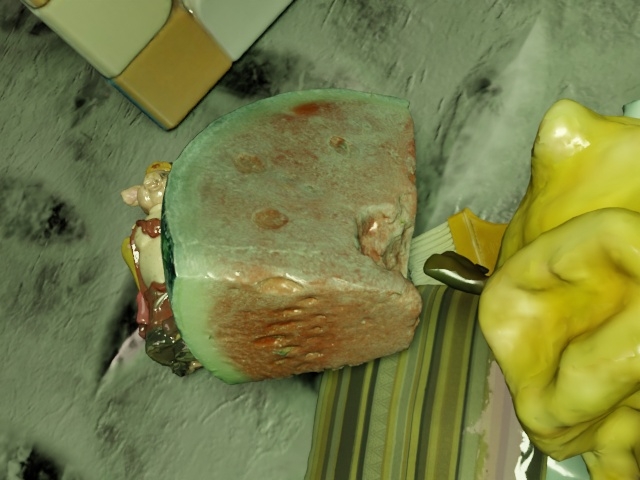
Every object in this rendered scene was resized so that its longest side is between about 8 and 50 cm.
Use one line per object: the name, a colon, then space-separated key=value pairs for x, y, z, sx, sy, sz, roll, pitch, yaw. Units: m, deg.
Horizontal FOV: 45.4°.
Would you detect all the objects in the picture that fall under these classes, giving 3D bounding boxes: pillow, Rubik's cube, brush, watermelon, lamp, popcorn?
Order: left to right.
Rubik's cube: x=-0.227 y=-0.396 z=0.829 sx=0.344 sy=0.347 sz=0.346 roll=-46 pitch=56 yaw=-2
lamp: x=-0.134 y=0.002 z=0.742 sx=0.118 sy=0.118 sz=0.253 roll=-21 pitch=61 yaw=15
watermelon: x=0.000 y=0.000 z=0.637 sx=0.226 sy=0.148 sz=0.318 roll=30 pitch=45 yaw=21
pillow: x=0.082 y=0.134 z=0.603 sx=0.212 sy=0.052 sz=0.208 roll=0 pitch=73 yaw=35
brush: x=0.182 y=-0.013 z=0.608 sx=0.272 sy=0.013 sz=0.103 roll=-33 pitch=56 yaw=33
popcorn: x=0.224 y=0.060 z=0.417 sx=0.281 sy=0.316 sz=0.297 roll=-34 pitch=33 yaw=33

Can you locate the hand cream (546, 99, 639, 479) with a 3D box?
hand cream: x=0.226 y=0.050 z=0.590 sx=0.085 sy=0.058 sz=0.331 roll=14 pitch=79 yaw=15
